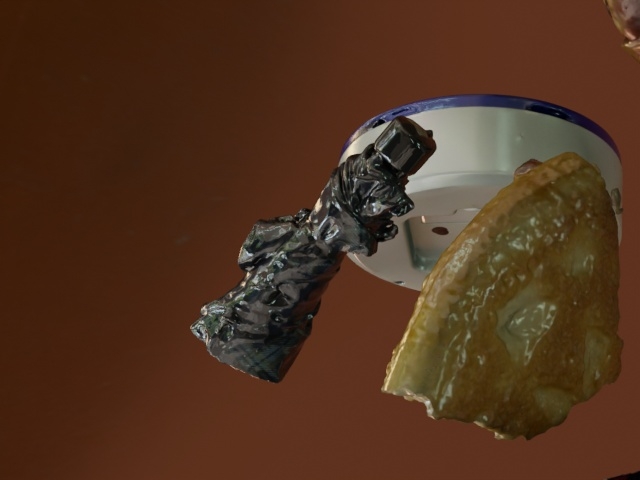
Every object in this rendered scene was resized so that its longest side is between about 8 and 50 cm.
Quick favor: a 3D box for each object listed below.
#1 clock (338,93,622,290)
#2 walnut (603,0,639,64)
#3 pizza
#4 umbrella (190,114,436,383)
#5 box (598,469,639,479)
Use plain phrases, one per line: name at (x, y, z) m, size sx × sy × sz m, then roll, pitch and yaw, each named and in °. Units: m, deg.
clock at (0.128, -0.030, 1.560) m, size 0.230 × 0.230 × 0.083 m, roll -5°, pitch 61°, yaw 11°
walnut at (0.213, -0.181, 1.080) m, size 0.116 × 0.116 × 0.207 m, roll 15°, pitch 116°, yaw 11°
pizza at (0.124, 0.043, 1.125) m, size 0.062 × 0.161 × 0.182 m, roll 8°, pitch 68°, yaw 53°
umbrella at (-0.002, -0.002, 1.343) m, size 0.080 × 0.071 × 0.224 m, roll 30°, pitch 117°, yaw -20°
box at (0.170, 0.241, 1.202) m, size 0.084 × 0.310 × 0.198 m, roll 44°, pitch 60°, yaw -11°
